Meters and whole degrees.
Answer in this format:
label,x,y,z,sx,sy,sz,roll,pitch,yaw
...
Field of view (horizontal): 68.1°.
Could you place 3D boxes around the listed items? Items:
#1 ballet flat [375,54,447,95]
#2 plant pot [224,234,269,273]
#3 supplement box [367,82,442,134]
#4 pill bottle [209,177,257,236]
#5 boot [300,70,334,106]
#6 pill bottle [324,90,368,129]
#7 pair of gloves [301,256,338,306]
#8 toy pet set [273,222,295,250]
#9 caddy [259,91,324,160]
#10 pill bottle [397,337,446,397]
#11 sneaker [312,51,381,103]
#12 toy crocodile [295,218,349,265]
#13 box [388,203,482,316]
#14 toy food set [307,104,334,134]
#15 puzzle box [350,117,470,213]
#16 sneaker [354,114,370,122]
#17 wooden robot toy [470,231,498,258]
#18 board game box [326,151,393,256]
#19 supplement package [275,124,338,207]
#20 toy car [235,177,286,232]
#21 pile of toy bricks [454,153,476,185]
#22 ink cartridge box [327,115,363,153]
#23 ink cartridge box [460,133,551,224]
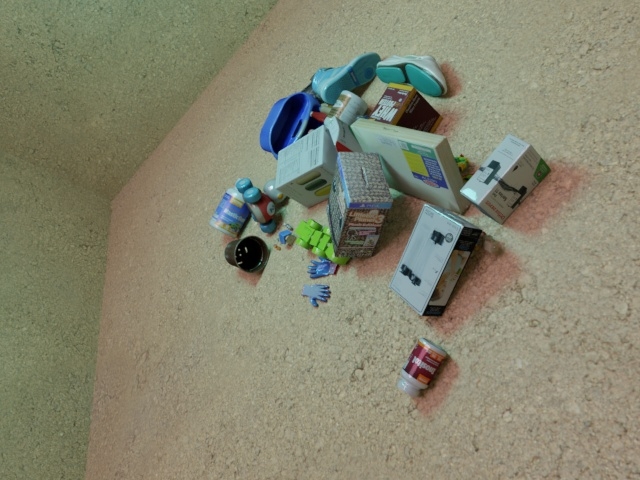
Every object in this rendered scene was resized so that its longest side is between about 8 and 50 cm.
label,x,y,z,sx,sy,sz,roll,pitch,yaw
ballet flat,0.369,-0.661,1.826,0.139,0.139,0.400,-57,38,5
plant pot,-0.344,0.059,2.130,0.165,0.167,0.166,3,70,55
supplement box,0.294,-0.421,1.692,0.191,0.194,0.129,-58,39,3
pill bottle,-0.422,-0.165,2.343,0.152,0.152,0.271,29,91,51
boot,0.006,-0.678,2.249,0.229,0.091,0.262,44,109,42
pill bottle,0.090,-0.506,2.014,0.229,0.131,0.131,-58,39,4
pair of gloves,-0.008,0.154,1.809,0.159,0.023,0.198,3,69,48
toy pet set,-0.168,-0.017,2.051,0.114,0.065,0.122,32,93,51
caddy,-0.120,-0.503,2.158,0.179,0.241,0.341,17,81,57
pill bottle,0.281,0.357,1.326,0.086,0.086,0.151,31,92,51
sneaker,0.098,-0.746,2.102,0.319,0.127,0.208,-35,41,-8
toy crocodile,0.000,0.000,1.844,0.341,0.105,0.115,29,91,56
box,0.329,0.058,1.388,0.169,0.087,0.289,42,117,50
toy food set,0.006,-0.519,2.112,0.105,0.111,0.232,31,89,38
puzzle box,0.287,-0.251,1.544,0.052,0.272,0.409,-43,38,-12
sneaker,0.227,-0.491,1.861,0.226,0.086,0.163,-57,43,7
wooden robot toy,0.450,0.016,1.383,0.173,0.076,0.078,24,122,55
board game box,0.123,-0.118,1.622,0.291,0.141,0.231,102,163,-50
supplement package,-0.021,-0.297,1.953,0.263,0.199,0.197,-22,53,37
toy car,-0.222,-0.201,2.158,0.238,0.219,0.210,-32,40,-9
pile of toy bricks,0.428,-0.245,1.532,0.105,0.118,0.212,-30,28,-13
ink cartridge box,0.125,-0.369,1.855,0.056,0.181,0.224,-43,42,27
ink cartridge box,0.519,-0.168,1.333,0.208,0.153,0.087,-52,41,13
